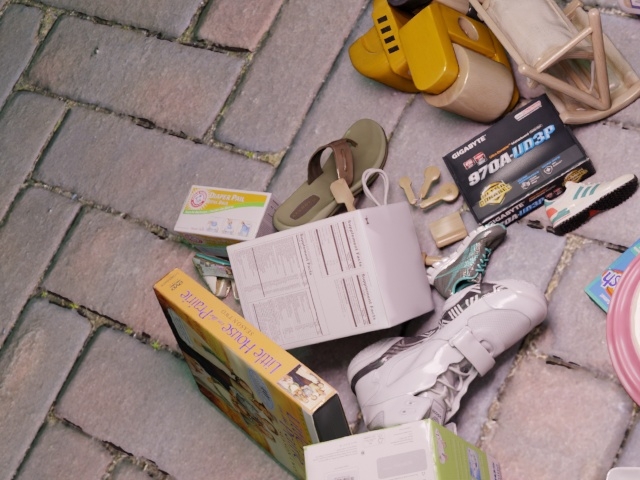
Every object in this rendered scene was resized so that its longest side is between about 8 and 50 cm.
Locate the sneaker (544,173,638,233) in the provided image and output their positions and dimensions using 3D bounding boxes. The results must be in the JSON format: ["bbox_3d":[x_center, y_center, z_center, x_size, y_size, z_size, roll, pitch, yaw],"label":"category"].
[{"bbox_3d":[0.447,-0.081,1.929,0.161,0.057,0.075,-33,57,15],"label":"sneaker"}]

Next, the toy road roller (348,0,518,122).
[{"bbox_3d":[0.194,-0.336,2.140,0.240,0.202,0.329,-39,53,35],"label":"toy road roller"}]

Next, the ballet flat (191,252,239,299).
[{"bbox_3d":[-0.164,0.074,2.211,0.221,0.077,0.079,7,88,33],"label":"ballet flat"}]

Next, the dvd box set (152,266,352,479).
[{"bbox_3d":[-0.098,0.253,1.916,0.062,0.307,0.420,-38,48,-21],"label":"dvd box set"}]

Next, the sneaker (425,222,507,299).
[{"bbox_3d":[0.262,0.041,1.978,0.166,0.065,0.076,-43,58,14],"label":"sneaker"}]

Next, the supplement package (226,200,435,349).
[{"bbox_3d":[0.020,0.064,1.962,0.263,0.199,0.198,-15,89,28],"label":"supplement package"}]

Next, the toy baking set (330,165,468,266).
[{"bbox_3d":[0.140,-0.042,2.080,0.256,0.030,0.196,0,67,13],"label":"toy baking set"}]

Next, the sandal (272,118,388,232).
[{"bbox_3d":[0.021,-0.127,2.169,0.120,0.086,0.303,19,57,38],"label":"sandal"}]

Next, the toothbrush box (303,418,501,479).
[{"bbox_3d":[0.131,0.372,1.717,0.206,0.283,0.122,-16,63,22],"label":"toothbrush box"}]

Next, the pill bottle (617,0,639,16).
[{"bbox_3d":[0.649,-0.439,1.947,0.265,0.153,0.153,19,75,36],"label":"pill bottle"}]

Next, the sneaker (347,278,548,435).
[{"bbox_3d":[0.211,0.218,1.832,0.366,0.137,0.210,-30,38,20],"label":"sneaker"}]

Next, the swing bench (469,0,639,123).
[{"bbox_3d":[0.401,-0.352,1.987,0.165,0.255,0.253,-37,50,14],"label":"swing bench"}]

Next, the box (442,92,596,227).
[{"bbox_3d":[0.346,-0.134,2.024,0.220,0.051,0.175,-32,52,12],"label":"box"}]

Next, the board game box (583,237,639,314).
[{"bbox_3d":[0.542,0.063,1.797,0.210,0.047,0.160,-44,51,4],"label":"board game box"}]

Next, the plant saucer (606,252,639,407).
[{"bbox_3d":[0.581,0.123,1.674,0.332,0.084,0.332,-7,70,19],"label":"plant saucer"}]

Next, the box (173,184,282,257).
[{"bbox_3d":[-0.164,-0.031,2.236,0.203,0.114,0.103,7,68,35],"label":"box"}]

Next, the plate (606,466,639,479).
[{"bbox_3d":[0.530,0.453,1.588,0.278,0.045,0.277,-6,62,29],"label":"plate"}]
